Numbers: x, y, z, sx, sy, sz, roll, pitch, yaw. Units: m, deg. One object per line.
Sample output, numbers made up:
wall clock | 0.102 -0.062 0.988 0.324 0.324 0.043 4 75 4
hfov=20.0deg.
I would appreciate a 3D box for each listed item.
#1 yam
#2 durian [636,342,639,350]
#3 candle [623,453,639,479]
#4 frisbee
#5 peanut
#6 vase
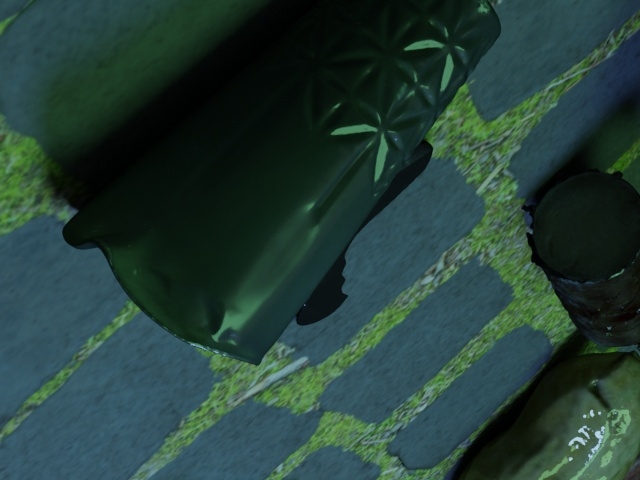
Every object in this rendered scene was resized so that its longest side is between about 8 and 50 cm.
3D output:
yam | 0.284 0.021 1.825 0.131 0.131 0.279 -43 158 0
durian | 0.422 0.071 2.172 0.208 0.102 0.146 -53 148 -56
candle | 0.360 0.368 2.508 0.317 0.131 0.287 -49 158 14
frisbee | 0.000 0.000 1.486 0.187 0.012 0.211 -6 137 -53
peanut | 0.278 0.267 2.187 0.174 0.158 0.340 35 97 -32
vase | -0.011 -0.060 1.222 0.301 0.156 0.251 -48 156 -4
